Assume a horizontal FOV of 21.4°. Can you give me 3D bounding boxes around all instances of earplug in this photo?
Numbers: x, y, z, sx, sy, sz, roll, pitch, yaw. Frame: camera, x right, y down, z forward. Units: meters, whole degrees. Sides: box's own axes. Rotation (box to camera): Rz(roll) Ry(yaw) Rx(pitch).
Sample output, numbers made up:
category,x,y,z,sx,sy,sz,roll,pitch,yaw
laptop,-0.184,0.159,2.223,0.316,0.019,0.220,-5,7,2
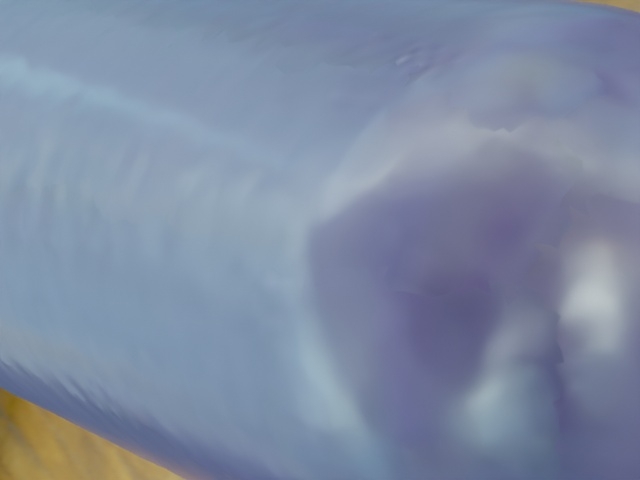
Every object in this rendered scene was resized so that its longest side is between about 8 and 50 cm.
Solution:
category,x,y,z,sx,sy,sz,roll,pitch,yaw
earplug,0.000,0.000,0.597,0.215,0.215,0.456,-60,25,-8
